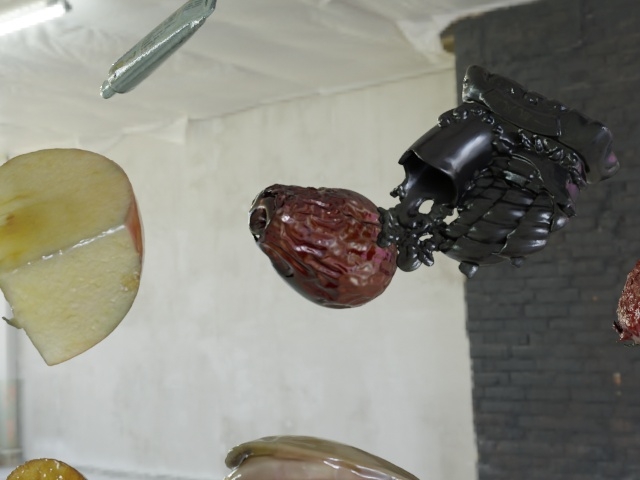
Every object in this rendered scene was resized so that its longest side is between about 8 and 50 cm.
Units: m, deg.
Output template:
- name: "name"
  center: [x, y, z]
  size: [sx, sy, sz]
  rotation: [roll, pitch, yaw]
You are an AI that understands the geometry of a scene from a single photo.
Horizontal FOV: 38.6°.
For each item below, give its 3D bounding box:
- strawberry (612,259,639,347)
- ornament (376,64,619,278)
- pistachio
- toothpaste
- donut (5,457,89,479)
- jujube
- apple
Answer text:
- name: "strawberry"
  center: [0.304, 0.055, 0.778]
  size: [0.106, 0.106, 0.106]
  rotation: [-2, -4, 0]
- name: "ornament"
  center: [0.196, -0.058, 1.111]
  size: [0.251, 0.260, 0.106]
  rotation: [32, -6, 38]
- name: "pistachio"
  center: [0.023, 0.315, 1.043]
  size: [0.292, 0.162, 0.182]
  rotation: [22, -45, -4]
- name: "toothpaste"
  center: [-0.181, -0.216, 1.016]
  size: [0.037, 0.067, 0.255]
  rotation: [34, -37, -26]
- name: "donut"
  center: [-0.389, 0.390, 1.320]
  size: [0.151, 0.152, 0.058]
  rotation: [-3, -16, 5]
- name: "jujube"
  center: [0.000, 0.000, 1.215]
  size: [0.168, 0.168, 0.236]
  rotation: [-6, -22, 42]
- name: "apple"
  center: [-0.422, 0.006, 1.443]
  size: [0.252, 0.314, 0.309]
  rotation: [19, 20, -31]
